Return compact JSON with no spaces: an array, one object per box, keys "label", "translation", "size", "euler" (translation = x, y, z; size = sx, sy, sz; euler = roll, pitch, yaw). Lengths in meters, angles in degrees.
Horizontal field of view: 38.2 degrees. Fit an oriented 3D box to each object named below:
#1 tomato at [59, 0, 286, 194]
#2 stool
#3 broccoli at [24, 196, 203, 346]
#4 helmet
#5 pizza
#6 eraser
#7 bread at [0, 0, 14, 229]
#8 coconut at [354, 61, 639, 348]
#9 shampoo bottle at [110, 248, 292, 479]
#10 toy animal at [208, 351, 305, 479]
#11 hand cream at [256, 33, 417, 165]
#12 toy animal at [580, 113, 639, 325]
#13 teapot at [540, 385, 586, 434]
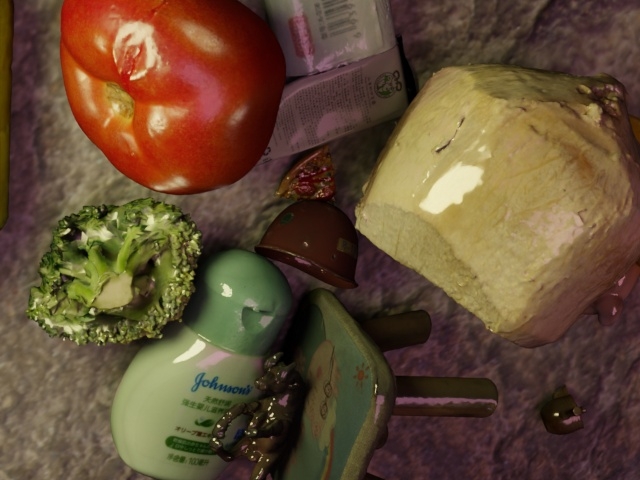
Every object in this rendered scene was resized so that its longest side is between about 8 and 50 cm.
[{"label":"tomato","translation":[-0.175,-0.203,1.127],"size":[0.226,0.299,0.298],"euler":[-43,126,-37]},{"label":"stool","translation":[0.075,0.264,1.390],"size":[0.226,0.310,0.310],"euler":[10,111,-24]},{"label":"broccoli","translation":[-0.277,0.046,1.239],"size":[0.226,0.176,0.197],"euler":[-22,100,-31]},{"label":"helmet","translation":[0.000,0.000,1.352],"size":[0.175,0.155,0.106],"euler":[35,75,-45]},{"label":"pizza","translation":[-0.008,-0.095,1.348],"size":[0.100,0.029,0.099],"euler":[6,123,-25]},{"label":"eraser","translation":[0.006,-0.348,1.225],"size":[0.174,0.081,0.226],"euler":[-21,117,-15]},{"label":"bread","translation":[-0.482,-0.145,1.046],"size":[0.208,0.251,0.376],"euler":[19,114,17]},{"label":"coconut","translation":[0.274,-0.078,1.273],"size":[0.405,0.404,0.404],"euler":[-8,115,-17]},{"label":"shampoo bottle","translation":[-0.161,0.176,1.353],"size":[0.222,0.151,0.349],"euler":[20,104,-30]},{"label":"toy animal","translation":[-0.079,0.278,1.323],"size":[0.148,0.085,0.232],"euler":[-22,131,-43]},{"label":"hand cream","translation":[-0.011,-0.182,1.308],"size":[0.336,0.076,0.121],"euler":[-24,124,-17]},{"label":"toy animal","translation":[0.522,-0.024,1.466],"size":[0.247,0.278,0.345],"euler":[2,109,-36]},{"label":"teapot","translation":[0.439,0.305,1.667],"size":[0.080,0.110,0.085],"euler":[-19,75,3]}]
